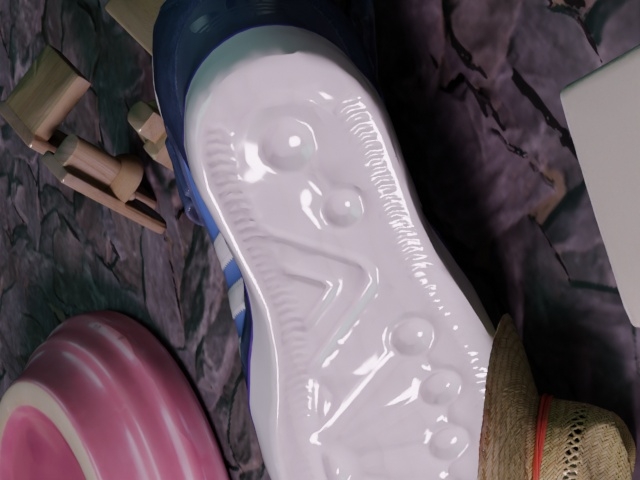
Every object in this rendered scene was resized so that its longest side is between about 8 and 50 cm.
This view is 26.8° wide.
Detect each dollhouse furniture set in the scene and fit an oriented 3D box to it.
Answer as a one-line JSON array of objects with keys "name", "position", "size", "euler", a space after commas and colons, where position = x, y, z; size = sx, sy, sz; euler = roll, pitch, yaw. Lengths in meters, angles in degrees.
[{"name": "dollhouse furniture set", "position": [-0.102, -0.090, 0.911], "size": [0.151, 0.123, 0.144], "euler": [-51, 49, 7]}]

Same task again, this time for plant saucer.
[{"name": "plant saucer", "position": [-0.174, 0.223, 1.058], "size": [0.332, 0.084, 0.332], "euler": [23, 118, 52]}]

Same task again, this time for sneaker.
[{"name": "sneaker", "position": [-0.001, 0.000, 0.731], "size": [0.236, 0.130, 0.322], "euler": [-112, 2, -63]}]

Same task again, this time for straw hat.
[{"name": "straw hat", "position": [0.112, 0.106, 0.610], "size": [0.061, 0.144, 0.144], "euler": [2, 104, 17]}]

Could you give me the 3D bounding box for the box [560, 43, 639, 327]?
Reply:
[{"name": "box", "position": [0.204, -0.056, 0.388], "size": [0.275, 0.113, 0.094], "euler": [-28, 75, 54]}]
